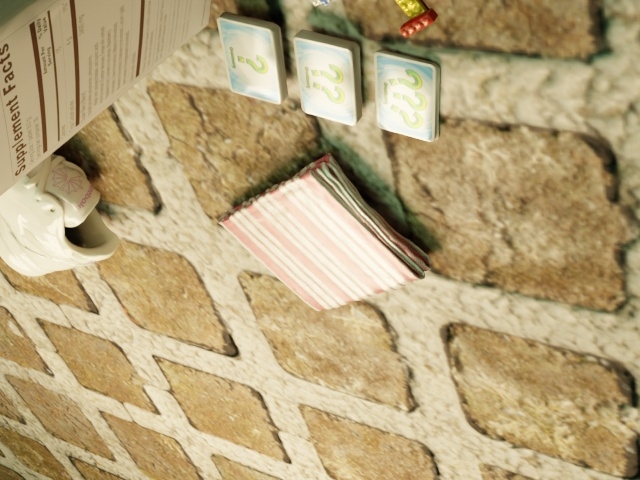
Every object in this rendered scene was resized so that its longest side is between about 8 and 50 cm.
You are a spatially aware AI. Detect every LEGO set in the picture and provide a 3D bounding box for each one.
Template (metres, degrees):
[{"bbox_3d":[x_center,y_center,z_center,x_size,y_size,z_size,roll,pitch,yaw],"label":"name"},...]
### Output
[{"bbox_3d":[-0.006,-0.167,0.667,0.182,0.060,0.244,18,143,18],"label":"LEGO set"}]

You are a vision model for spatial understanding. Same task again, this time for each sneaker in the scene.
[{"bbox_3d":[-0.323,-0.084,1.035,0.152,0.114,0.305,-2,137,25],"label":"sneaker"}]

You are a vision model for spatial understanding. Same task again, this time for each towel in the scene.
[{"bbox_3d":[0.000,0.000,0.902,0.144,0.029,0.197,45,149,-14],"label":"towel"}]

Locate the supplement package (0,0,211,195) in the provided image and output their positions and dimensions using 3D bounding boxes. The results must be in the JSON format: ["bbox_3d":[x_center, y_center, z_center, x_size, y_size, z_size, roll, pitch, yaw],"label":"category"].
[{"bbox_3d":[-0.225,-0.163,0.622,0.177,0.293,0.175,39,152,8],"label":"supplement package"}]
